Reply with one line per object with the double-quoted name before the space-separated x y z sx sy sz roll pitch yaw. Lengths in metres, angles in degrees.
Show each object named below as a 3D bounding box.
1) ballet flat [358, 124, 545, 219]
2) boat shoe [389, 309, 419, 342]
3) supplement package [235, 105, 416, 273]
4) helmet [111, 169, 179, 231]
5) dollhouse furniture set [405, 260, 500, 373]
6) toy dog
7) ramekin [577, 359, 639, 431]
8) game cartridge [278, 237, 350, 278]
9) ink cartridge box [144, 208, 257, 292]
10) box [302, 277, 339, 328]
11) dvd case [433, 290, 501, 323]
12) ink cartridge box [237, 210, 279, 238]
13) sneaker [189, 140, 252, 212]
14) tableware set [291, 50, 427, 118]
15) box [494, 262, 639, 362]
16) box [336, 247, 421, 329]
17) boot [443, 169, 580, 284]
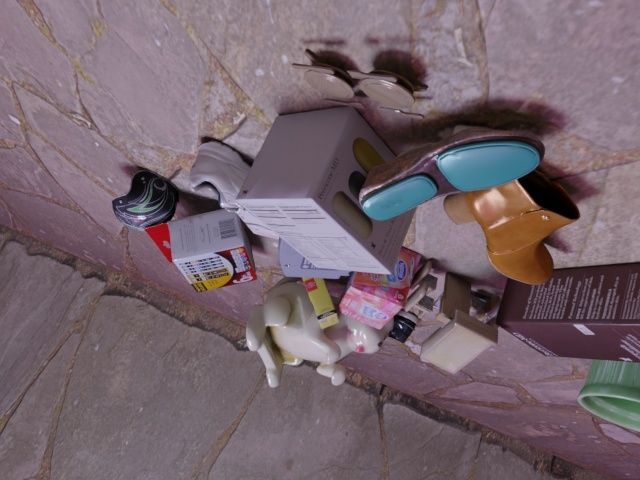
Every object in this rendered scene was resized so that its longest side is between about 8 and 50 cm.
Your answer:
"ballet flat" 0.197 -0.128 0.981 0.316 0.106 0.107 -16 132 33
"boat shoe" 0.178 0.292 2.096 0.340 0.113 0.127 4 153 43
"supplement package" 0.024 -0.088 1.159 0.198 0.199 0.263 3 152 43
"helmet" -0.503 -0.103 1.758 0.170 0.161 0.169 20 160 8
"dollhouse furniture set" 0.335 0.168 1.466 0.212 0.242 0.161 27 135 -8
"toy dog" 0.026 0.263 1.904 0.409 0.395 0.284 -6 125 13
"ramekin" 0.833 0.385 1.562 0.304 0.148 0.303 21 160 8
"game cartridge" 0.000 0.000 1.455 0.196 0.060 0.294 0 148 -12
"ink cartridge box" -0.348 0.043 1.830 0.272 0.129 0.309 -12 158 -2
"box" -0.015 0.129 1.750 0.058 0.232 0.087 -20 155 -2
"dvd case" 0.413 0.185 1.704 0.165 0.018 0.221 21 160 5
"ink cartridge box" -0.145 -0.057 1.631 0.104 0.060 0.180 13 158 26
"sneaker" -0.165 -0.111 1.415 0.297 0.129 0.111 24 158 -5
"tableware set" 0.062 -0.248 0.950 0.194 0.039 0.128 18 172 32
"box" 0.578 0.154 1.271 0.191 0.143 0.381 32 160 -23
"box" 0.147 0.121 1.634 0.142 0.154 0.300 23 160 2
"boot" 0.380 -0.017 1.094 0.295 0.104 0.211 35 158 -19
